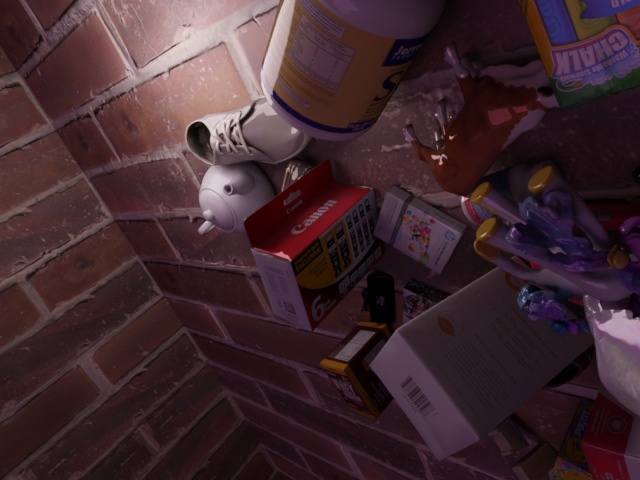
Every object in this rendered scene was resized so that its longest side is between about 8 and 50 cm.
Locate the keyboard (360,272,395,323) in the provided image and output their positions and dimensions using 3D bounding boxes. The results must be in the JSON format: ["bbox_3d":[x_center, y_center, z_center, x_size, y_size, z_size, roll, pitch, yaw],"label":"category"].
[{"bbox_3d":[0.163,0.157,1.321,0.100,0.038,0.192,4,129,16],"label":"keyboard"}]

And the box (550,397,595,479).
[{"bbox_3d":[0.666,0.551,1.019,0.279,0.177,0.290,20,137,36],"label":"box"}]

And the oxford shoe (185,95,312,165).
[{"bbox_3d":[-0.195,-0.267,1.189,0.449,0.130,0.169,5,112,43],"label":"oxford shoe"}]

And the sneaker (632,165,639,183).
[{"bbox_3d":[0.504,-0.146,0.634,0.170,0.051,0.089,-24,105,49],"label":"sneaker"}]

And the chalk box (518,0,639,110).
[{"bbox_3d":[0.365,-0.280,0.541,0.179,0.180,0.289,-11,116,52],"label":"chalk box"}]

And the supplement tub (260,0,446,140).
[{"bbox_3d":[0.050,-0.352,0.756,0.241,0.241,0.331,44,146,6],"label":"supplement tub"}]

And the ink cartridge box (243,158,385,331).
[{"bbox_3d":[0.000,0.000,1.088,0.130,0.309,0.272,15,134,38],"label":"ink cartridge box"}]

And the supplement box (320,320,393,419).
[{"bbox_3d":[0.142,0.380,1.392,0.191,0.194,0.129,58,152,-14],"label":"supplement box"}]

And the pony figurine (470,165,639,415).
[{"bbox_3d":[0.406,0.048,0.665,0.363,0.303,0.351,35,177,-4],"label":"pony figurine"}]

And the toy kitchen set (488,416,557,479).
[{"bbox_3d":[0.500,0.547,1.280,0.207,0.122,0.166,59,150,21],"label":"toy kitchen set"}]

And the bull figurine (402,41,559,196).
[{"bbox_3d":[0.258,-0.203,0.761,0.189,0.101,0.310,57,149,20],"label":"bull figurine"}]

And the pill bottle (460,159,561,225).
[{"bbox_3d":[0.338,-0.086,0.835,0.087,0.087,0.160,55,145,-10],"label":"pill bottle"}]

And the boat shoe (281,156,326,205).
[{"bbox_3d":[-0.065,-0.077,1.262,0.096,0.116,0.325,39,141,21],"label":"boat shoe"}]

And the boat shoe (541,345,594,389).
[{"bbox_3d":[0.507,0.284,1.024,0.073,0.073,0.207,34,145,14],"label":"boat shoe"}]

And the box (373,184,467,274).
[{"bbox_3d":[0.220,-0.023,1.062,0.186,0.038,0.145,32,141,16],"label":"box"}]

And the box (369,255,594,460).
[{"bbox_3d":[0.306,0.213,0.895,0.215,0.345,0.168,53,150,24],"label":"box"}]

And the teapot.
[{"bbox_3d":[-0.270,-0.112,1.382,0.252,0.187,0.256,20,138,34],"label":"teapot"}]

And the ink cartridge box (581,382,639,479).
[{"bbox_3d":[0.645,0.337,0.791,0.306,0.226,0.131,1,125,47],"label":"ink cartridge box"}]

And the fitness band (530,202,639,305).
[{"bbox_3d":[0.510,0.035,0.803,0.290,0.054,0.209,10,133,43],"label":"fitness band"}]

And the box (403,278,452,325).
[{"bbox_3d":[0.294,0.222,1.218,0.159,0.044,0.233,22,138,33],"label":"box"}]
